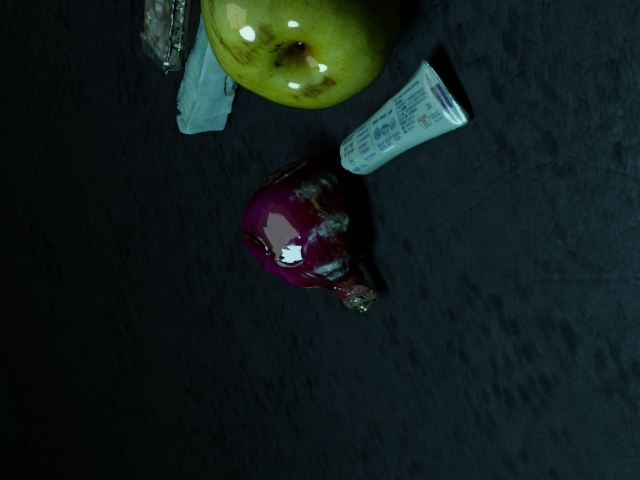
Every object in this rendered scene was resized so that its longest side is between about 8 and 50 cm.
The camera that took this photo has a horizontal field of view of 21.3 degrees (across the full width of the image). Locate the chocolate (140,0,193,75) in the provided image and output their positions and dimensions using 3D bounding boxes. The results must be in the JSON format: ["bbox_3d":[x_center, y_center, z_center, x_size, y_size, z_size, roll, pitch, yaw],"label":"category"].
[{"bbox_3d":[-0.172,-0.359,2.041,0.102,0.065,0.329,52,143,45],"label":"chocolate"}]

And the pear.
[{"bbox_3d":[-0.019,-0.239,1.703,0.209,0.209,0.209,49,152,38],"label":"pear"}]

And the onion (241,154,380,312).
[{"bbox_3d":[-0.014,0.006,2.007,0.198,0.135,0.173,64,161,4],"label":"onion"}]

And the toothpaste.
[{"bbox_3d":[0.078,-0.119,1.792,0.268,0.047,0.069,147,119,-66],"label":"toothpaste"}]

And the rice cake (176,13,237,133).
[{"bbox_3d":[-0.130,-0.228,2.139,0.336,0.066,0.063,116,139,-64],"label":"rice cake"}]
